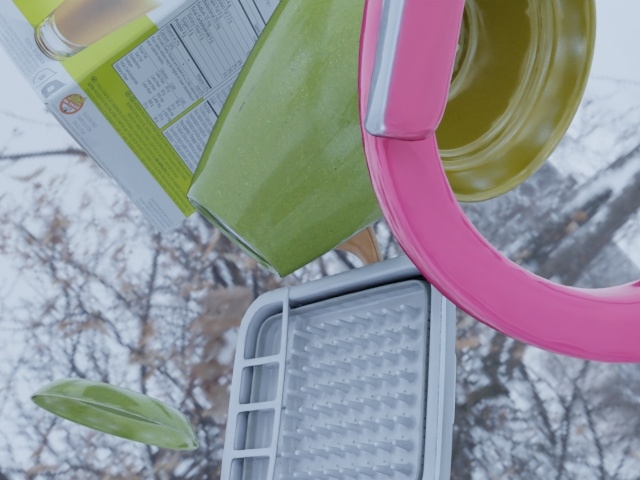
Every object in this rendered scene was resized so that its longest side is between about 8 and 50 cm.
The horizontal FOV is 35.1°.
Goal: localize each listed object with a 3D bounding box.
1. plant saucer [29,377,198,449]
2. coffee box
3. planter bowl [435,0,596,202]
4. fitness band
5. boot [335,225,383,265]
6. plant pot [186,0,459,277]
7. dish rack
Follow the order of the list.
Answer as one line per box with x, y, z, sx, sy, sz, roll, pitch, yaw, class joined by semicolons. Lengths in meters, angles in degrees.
-0.280;0.238;1.402;0.241;0.037;0.241;14;159;5;plant saucer
-0.232;-0.285;1.401;0.337;0.334;0.338;49;175;33;coffee box
0.107;-0.145;0.775;0.090;0.217;0.217;28;172;47;planter bowl
0.125;-0.096;0.393;0.209;0.290;0.054;11;-175;-15;fitness band
0.000;0.000;1.638;0.197;0.152;0.073;55;163;22;boot
0.001;-0.115;1.089;0.275;0.293;0.275;40;173;6;plant pot
0.025;0.178;1.123;0.072;0.333;0.285;23;-118;-37;dish rack
